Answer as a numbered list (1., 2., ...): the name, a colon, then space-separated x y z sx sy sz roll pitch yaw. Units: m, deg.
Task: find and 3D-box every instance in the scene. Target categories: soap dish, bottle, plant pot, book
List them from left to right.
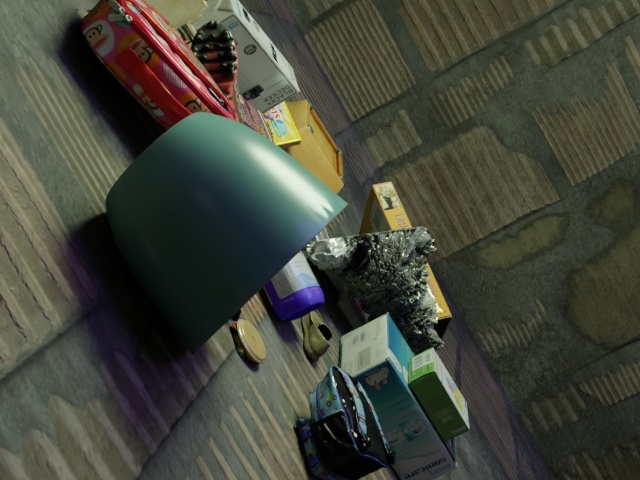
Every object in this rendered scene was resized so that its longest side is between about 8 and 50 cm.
1. plant pot: -0.148 -0.030 1.319 0.235 0.293 0.293 45 14 -1
2. bottle: -0.091 0.012 1.826 0.283 0.092 0.118 64 14 11
3. soap dish: -0.033 -0.232 2.509 0.229 0.118 0.291 56 13 -21
4. book: 0.079 0.158 2.321 0.096 0.035 0.144 62 11 -15

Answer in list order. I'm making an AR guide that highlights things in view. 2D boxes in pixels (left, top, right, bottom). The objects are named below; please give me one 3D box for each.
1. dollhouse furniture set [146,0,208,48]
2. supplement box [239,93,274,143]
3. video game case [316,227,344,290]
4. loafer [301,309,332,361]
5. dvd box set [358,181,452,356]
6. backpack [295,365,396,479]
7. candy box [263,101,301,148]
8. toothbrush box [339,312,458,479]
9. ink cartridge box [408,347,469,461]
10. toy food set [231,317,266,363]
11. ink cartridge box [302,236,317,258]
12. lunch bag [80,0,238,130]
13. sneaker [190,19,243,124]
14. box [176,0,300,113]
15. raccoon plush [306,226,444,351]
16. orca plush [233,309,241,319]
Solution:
1. dollhouse furniture set: -0.332 -0.447 1.874 0.212 0.161 0.242 57 -8 -20
2. supplement box: -0.178 -0.245 2.060 0.104 0.080 0.188 67 14 21
3. video game case: 0.000 0.000 2.271 0.201 0.023 0.183 58 13 -58
4. loafer: -0.003 0.181 1.904 0.056 0.050 0.148 54 15 -29
5. dvd box set: 0.206 0.102 2.520 0.308 0.062 0.420 102 -28 -54
6. backpack: 0.032 0.307 1.625 0.158 0.117 0.173 40 25 -57
7. candy box: -0.130 -0.311 2.344 0.206 0.105 0.027 66 -24 21
8. toothbrush box: 0.164 0.337 2.046 0.295 0.126 0.216 56 14 -18
9. ink cartridge box: 0.256 0.336 1.987 0.209 0.062 0.109 59 14 -14
10. toy food set: -0.116 0.164 1.575 0.082 0.020 0.083 46 20 -48
11. ink cartridge box: -0.092 -0.074 2.077 0.333 0.065 0.165 45 20 -53
12. lunch bag: -0.267 -0.275 1.603 0.293 0.120 0.258 47 7 -25
13. sneaker: -0.204 -0.286 1.885 0.135 0.097 0.276 -106 -167 -79
14. box: -0.189 -0.402 2.157 0.290 0.169 0.087 47 19 -49
15. raccoon plush: 0.105 0.135 2.153 0.446 0.216 0.299 -7 89 -48
16. orca plush: -0.153 -0.017 1.630 0.151 0.102 0.287 48 19 -45
